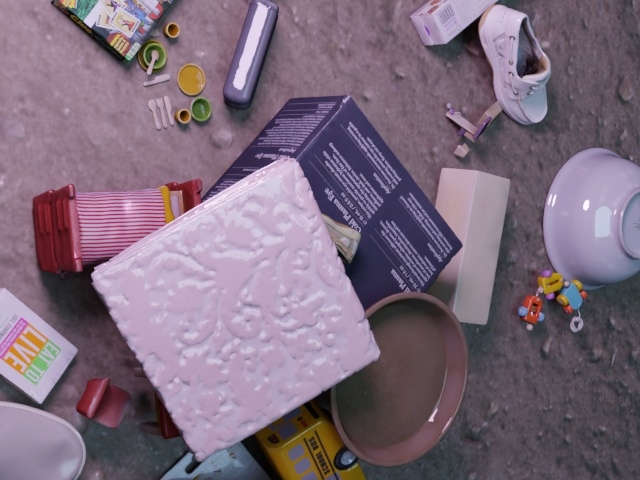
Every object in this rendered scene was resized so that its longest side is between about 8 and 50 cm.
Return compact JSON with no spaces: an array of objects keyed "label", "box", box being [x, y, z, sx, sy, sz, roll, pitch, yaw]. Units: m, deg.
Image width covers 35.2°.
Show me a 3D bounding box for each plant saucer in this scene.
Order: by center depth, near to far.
[{"label":"plant saucer","box":[0.119,0.214,1.574,0.277,0.041,0.278,-6,101,-35]}]

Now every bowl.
[{"label":"bowl","box":[0.600,-0.038,2.037,0.297,0.134,0.298,-5,98,-35]}]

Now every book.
[{"label":"book","box":[-0.423,0.148,1.414,0.144,0.035,0.096,46,64,-28]}]

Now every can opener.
[{"label":"can opener","box":[-0.114,-0.350,1.562,0.095,0.076,0.284,17,85,-2]}]

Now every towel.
[{"label":"towel","box":[-0.106,0.099,1.382,0.317,0.053,0.332,-29,114,-13]}]

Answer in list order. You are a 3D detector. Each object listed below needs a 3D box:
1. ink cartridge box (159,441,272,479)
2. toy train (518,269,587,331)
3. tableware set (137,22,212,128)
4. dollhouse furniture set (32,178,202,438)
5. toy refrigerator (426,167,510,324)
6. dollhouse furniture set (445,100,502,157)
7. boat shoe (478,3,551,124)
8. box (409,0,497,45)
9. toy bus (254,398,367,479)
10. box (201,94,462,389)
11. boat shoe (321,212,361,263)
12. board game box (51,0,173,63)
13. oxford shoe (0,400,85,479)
[{"label":"ink cartridge box","box":[-0.161,0.403,1.624,0.145,0.045,0.179,-43,102,-23]},{"label":"toy train","box":[0.457,0.124,2.010,0.166,0.046,0.125,14,88,-32]},{"label":"tableware set","box":[-0.217,-0.248,1.516,0.104,0.024,0.154,-21,106,-32]},{"label":"dollhouse furniture set","box":[-0.266,0.105,1.417,0.201,0.152,0.374,-8,93,-34]},{"label":"toy refrigerator","box":[0.258,0.011,1.833,0.102,0.094,0.270,9,90,-42]},{"label":"dollhouse furniture set","box":[0.273,-0.226,1.866,0.081,0.091,0.114,38,41,10]},{"label":"boat shoe","box":[0.375,-0.309,1.847,0.098,0.096,0.277,-54,136,-17]},{"label":"box","box":[0.295,-0.463,1.822,0.324,0.063,0.067,-43,118,-24]},{"label":"toy bus","box":[0.005,0.386,1.647,0.130,0.108,0.333,-32,128,-14]},{"label":"box","box":[0.000,0.000,1.597,0.312,0.179,0.343,-51,119,-20]},{"label":"boat shoe","box":[-0.005,-0.010,1.454,0.153,0.056,0.048,24,78,-41]},{"label":"board game box","box":[-0.260,-0.401,1.462,0.136,0.030,0.260,38,74,-24]},{"label":"oxford shoe","box":[-0.512,0.290,1.308,0.449,0.130,0.169,13,86,-36]}]
